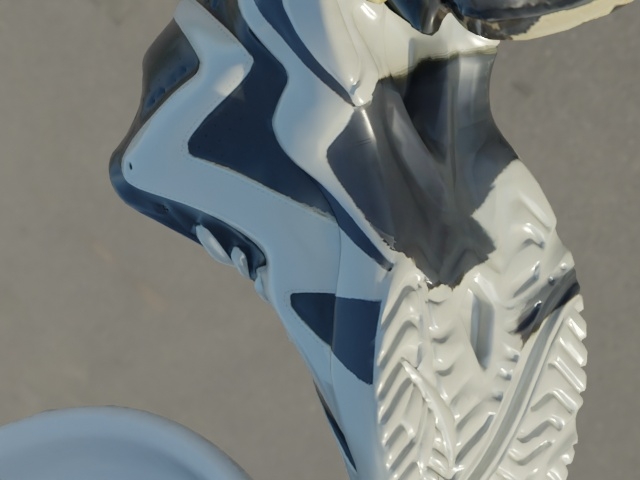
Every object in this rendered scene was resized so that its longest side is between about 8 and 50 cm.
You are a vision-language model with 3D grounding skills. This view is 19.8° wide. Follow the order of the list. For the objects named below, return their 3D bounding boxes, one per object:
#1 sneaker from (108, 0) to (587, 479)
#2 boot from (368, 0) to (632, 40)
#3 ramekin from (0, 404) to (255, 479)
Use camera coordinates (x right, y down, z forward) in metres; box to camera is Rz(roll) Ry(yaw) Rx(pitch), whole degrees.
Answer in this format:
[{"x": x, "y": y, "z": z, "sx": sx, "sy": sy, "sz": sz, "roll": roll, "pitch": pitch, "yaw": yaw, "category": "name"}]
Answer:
[{"x": 0.000, "y": 0.000, "z": 0.633, "sx": 0.153, "sy": 0.094, "sz": 0.235, "roll": 4, "pitch": 114, "yaw": 56, "category": "sneaker"}, {"x": -0.006, "y": -0.148, "z": 0.347, "sx": 0.138, "sy": 0.377, "sz": 0.284, "roll": -26, "pitch": 131, "yaw": 18, "category": "boot"}, {"x": -0.078, "y": 0.212, "z": 0.676, "sx": 0.277, "sy": 0.277, "sz": 0.135, "roll": 13, "pitch": 164, "yaw": 43, "category": "ramekin"}]
